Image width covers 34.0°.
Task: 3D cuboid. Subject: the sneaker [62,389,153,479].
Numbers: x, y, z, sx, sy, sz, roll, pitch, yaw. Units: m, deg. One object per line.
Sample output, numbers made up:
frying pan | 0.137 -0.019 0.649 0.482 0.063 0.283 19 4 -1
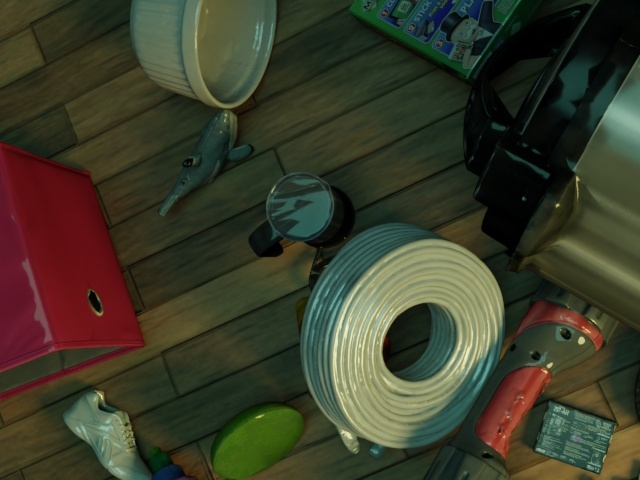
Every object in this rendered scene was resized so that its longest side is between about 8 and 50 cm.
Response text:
sneaker | -0.270 0.259 1.371 0.152 0.054 0.061 43 93 13

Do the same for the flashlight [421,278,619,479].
flashlight | 0.232 0.180 1.191 0.103 0.103 0.304 31 70 9

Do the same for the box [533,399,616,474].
box | 0.306 0.237 1.260 0.083 0.018 0.067 17 90 13

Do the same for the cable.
cable | 0.097 0.112 1.213 0.257 0.089 0.257 -42 118 -15

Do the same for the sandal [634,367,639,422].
sandal | 0.586 0.199 1.170 0.446 0.107 0.167 13 90 26

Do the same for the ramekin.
ramekin | -0.148 -0.275 1.309 0.109 0.207 0.207 14 89 22

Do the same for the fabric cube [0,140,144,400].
fabric cube | -0.412 0.055 1.316 0.259 0.254 0.258 -21 80 11

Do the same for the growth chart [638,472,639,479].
growth chart | 0.428 0.340 1.226 0.237 0.021 0.171 -6 84 12

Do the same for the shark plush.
shark plush | -0.165 -0.106 1.365 0.161 0.067 0.073 -40 79 7

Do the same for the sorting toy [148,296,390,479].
sorting toy | -0.085 0.200 1.323 0.365 0.127 0.126 -42 54 6

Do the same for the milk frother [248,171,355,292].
milk frother | 0.000 0.000 1.287 0.143 0.135 0.129 38 95 12

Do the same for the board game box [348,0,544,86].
board game box | 0.202 -0.363 1.273 0.213 0.046 0.317 39 96 37

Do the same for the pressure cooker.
pressure cooker | 0.359 -0.089 1.092 0.420 0.370 0.375 31 93 13
